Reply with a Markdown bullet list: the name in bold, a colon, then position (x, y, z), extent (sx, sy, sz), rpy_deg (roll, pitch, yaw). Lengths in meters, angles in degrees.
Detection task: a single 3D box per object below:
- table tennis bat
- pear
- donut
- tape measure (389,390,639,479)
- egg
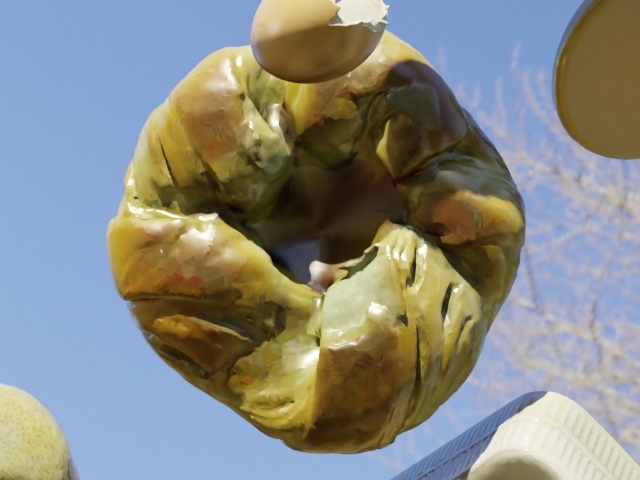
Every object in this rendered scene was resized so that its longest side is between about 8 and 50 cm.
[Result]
- **table tennis bat**: position (0.350, -0.183, 1.398), extent (0.321, 0.050, 0.198), rpy_deg (-25, -53, -7)
- **pear**: position (-0.282, 0.209, 1.338), extent (0.167, 0.136, 0.167), rpy_deg (-3, -71, -9)
- **donut**: position (0.000, 0.000, 1.325), extent (0.360, 0.360, 0.170), rpy_deg (23, -2, 6)
- **tape measure**: position (0.172, 0.273, 1.369), extent (0.231, 0.133, 0.271), rpy_deg (47, -55, -8)
- **egg**: position (-0.004, -0.146, 1.084), extent (0.080, 0.080, 0.096), rpy_deg (41, -59, -17)
